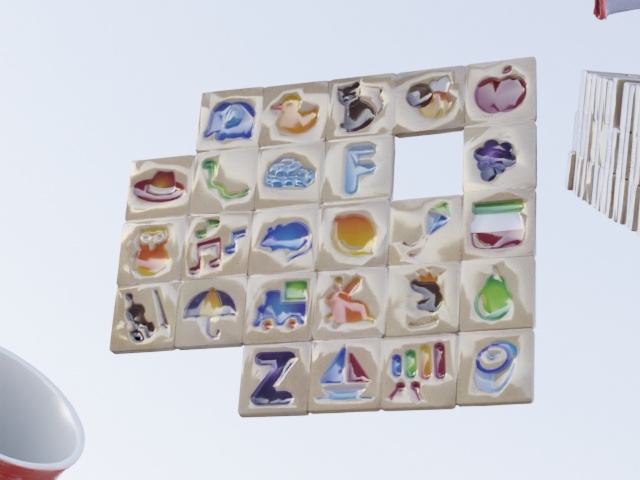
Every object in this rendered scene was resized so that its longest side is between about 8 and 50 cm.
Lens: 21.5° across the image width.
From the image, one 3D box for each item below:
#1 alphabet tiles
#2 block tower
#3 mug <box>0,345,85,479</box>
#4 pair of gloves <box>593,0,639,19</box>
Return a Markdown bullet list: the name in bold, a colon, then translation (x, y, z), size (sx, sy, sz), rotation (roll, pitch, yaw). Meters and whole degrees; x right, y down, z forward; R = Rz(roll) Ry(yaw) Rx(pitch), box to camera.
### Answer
- **alphabet tiles**: translation (0.000, 0.000, 0.911), size (0.237, 0.198, 0.009), rotation (-5, -25, 18)
- **block tower**: translation (0.227, -0.054, 1.051), size (0.097, 0.091, 0.335), rotation (5, 8, -1)
- **mug**: translation (-0.236, 0.139, 0.930), size (0.150, 0.169, 0.113), rotation (32, 18, -9)
- **pair of gloves**: translation (0.232, -0.198, 0.969), size (0.023, 0.159, 0.198), rotation (-122, -153, -57)
